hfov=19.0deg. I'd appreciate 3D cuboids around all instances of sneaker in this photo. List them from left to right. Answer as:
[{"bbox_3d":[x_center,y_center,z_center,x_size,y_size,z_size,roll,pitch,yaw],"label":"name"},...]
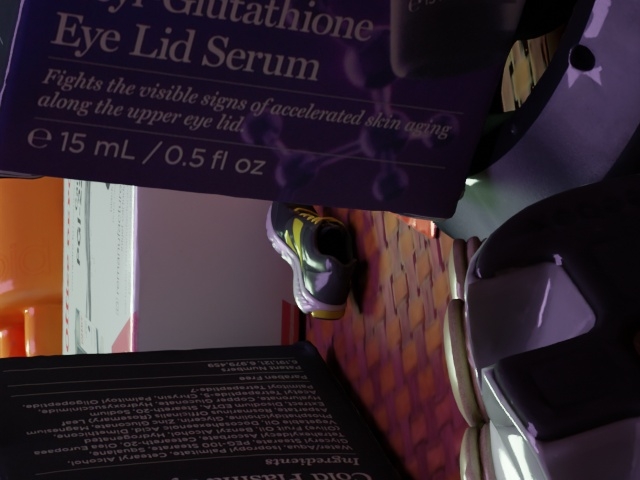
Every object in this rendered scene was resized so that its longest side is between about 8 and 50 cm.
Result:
[{"bbox_3d":[0.000,0.000,0.891,0.035,0.031,0.083,-62,35,32],"label":"sneaker"},{"bbox_3d":[0.122,0.131,0.380,0.330,0.122,0.146,-111,12,-54],"label":"sneaker"}]

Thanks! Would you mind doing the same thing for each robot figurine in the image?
[{"bbox_3d":[-0.174,-0.010,1.287,0.158,0.128,0.219,71,-168,-67],"label":"robot figurine"}]

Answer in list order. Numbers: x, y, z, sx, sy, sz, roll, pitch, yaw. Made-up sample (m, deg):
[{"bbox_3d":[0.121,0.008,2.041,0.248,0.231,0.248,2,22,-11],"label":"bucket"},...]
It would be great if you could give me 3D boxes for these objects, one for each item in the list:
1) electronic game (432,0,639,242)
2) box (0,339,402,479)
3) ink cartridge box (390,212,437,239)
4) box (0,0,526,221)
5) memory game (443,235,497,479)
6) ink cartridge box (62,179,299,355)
[{"bbox_3d":[0.068,-0.110,0.617,0.229,0.048,0.229,-175,90,-67],"label":"electronic game"},{"bbox_3d":[-0.054,0.263,0.821,0.312,0.179,0.343,-130,42,-62],"label":"box"},{"bbox_3d":[0.003,-0.134,0.825,0.189,0.066,0.232,-142,57,-68],"label":"ink cartridge box"},{"bbox_3d":[-0.016,-0.124,0.559,0.108,0.153,0.207,-121,41,-55],"label":"box"},{"bbox_3d":[0.060,0.087,0.571,0.186,0.012,0.186,-11,-90,-80],"label":"memory game"},{"bbox_3d":[-0.082,0.018,1.045,0.218,0.092,0.158,-149,59,-72],"label":"ink cartridge box"}]
